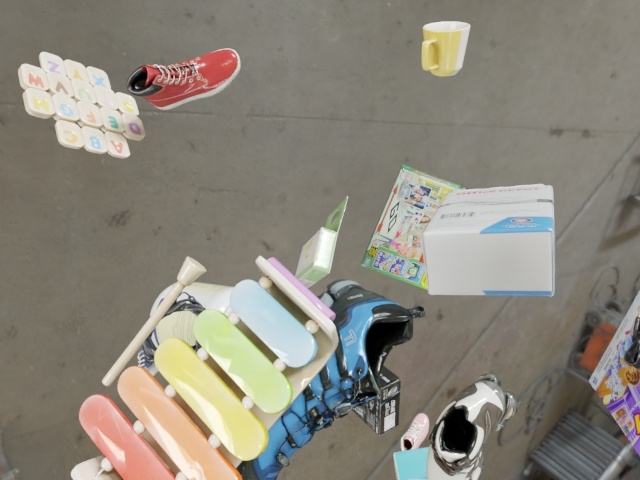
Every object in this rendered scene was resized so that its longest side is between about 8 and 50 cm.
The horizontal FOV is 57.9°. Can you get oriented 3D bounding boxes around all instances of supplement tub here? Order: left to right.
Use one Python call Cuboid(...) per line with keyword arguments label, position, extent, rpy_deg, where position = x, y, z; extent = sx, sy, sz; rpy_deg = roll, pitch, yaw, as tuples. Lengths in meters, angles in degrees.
Cuboid(label="supplement tub", position=(-0.301, 0.242, 1.637), extent=(0.235, 0.325, 0.235), rpy_deg=(-5, 96, -51))

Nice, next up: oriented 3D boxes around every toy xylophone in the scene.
Cuboid(label="toy xylophone", position=(-0.136, 0.155, 0.625), extent=(0.322, 0.236, 0.081), rpy_deg=(-57, 159, -4))

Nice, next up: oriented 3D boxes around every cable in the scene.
Cuboid(label="cable", position=(-0.344, 0.224, 1.387), extent=(0.184, 0.047, 0.150), rpy_deg=(-45, 96, -4))

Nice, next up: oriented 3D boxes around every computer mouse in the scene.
Cuboid(label="computer mouse", position=(0.499, 0.158, 0.816), extent=(0.193, 0.042, 0.106), rpy_deg=(-68, 171, -83))

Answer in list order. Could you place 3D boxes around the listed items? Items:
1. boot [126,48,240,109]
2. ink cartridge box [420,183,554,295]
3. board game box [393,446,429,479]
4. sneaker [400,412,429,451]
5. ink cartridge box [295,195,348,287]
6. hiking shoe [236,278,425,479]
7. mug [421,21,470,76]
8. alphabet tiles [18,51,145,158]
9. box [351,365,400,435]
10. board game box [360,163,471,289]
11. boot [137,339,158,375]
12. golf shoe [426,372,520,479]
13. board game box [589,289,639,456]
Cuboid(label="boot", position=(-0.310, -0.382, 1.321), extent=(0.244, 0.088, 0.176), rpy_deg=(-23, 177, 8))
Cuboid(label="ink cartridge box", position=(0.343, -0.008, 1.142), extent=(0.307, 0.223, 0.129), rpy_deg=(-43, 127, -62))
Cuboid(label="board game box", position=(0.211, 0.591, 1.135), extent=(0.079, 0.335, 0.253), rpy_deg=(-10, 157, 3))
Cuboid(label="sneaker", position=(0.265, 0.544, 1.623), extent=(0.134, 0.051, 0.070), rpy_deg=(-60, 152, -20))
Cuboid(label="ink cartridge box", position=(0.000, 0.000, 1.599), extent=(0.056, 0.171, 0.235), rpy_deg=(19, 66, -14))
Cuboid(label="hiking shoe", position=(0.003, 0.175, 0.713), extent=(0.304, 0.132, 0.113), rpy_deg=(-55, 136, -26))
Cuboid(label="mug", position=(0.164, -0.260, 0.791), extent=(0.078, 0.062, 0.064), rpy_deg=(-12, 122, -12))
Cuboid(label="alphabet tiles", position=(-0.551, -0.320, 1.356), extent=(0.021, 0.277, 0.284), rpy_deg=(-37, 153, 32))
Cuboid(label="box", position=(0.160, 0.459, 1.723), extent=(0.078, 0.147, 0.180), rpy_deg=(-18, 119, -30))
Cuboid(label="board game box", position=(0.267, -0.032, 1.619), extent=(0.046, 0.214, 0.317), rpy_deg=(-69, 179, -64))
Cuboid(label="boot", position=(-0.527, 0.373, 1.737), extent=(0.069, 0.086, 0.190), rpy_deg=(-47, -178, 35))
Cuboid(label="golf shoe", position=(0.158, 0.247, 0.698), extent=(0.094, 0.077, 0.198), rpy_deg=(-9, 125, -41))
Cuboid(label="board game box", position=(0.594, 0.175, 0.936), extent=(0.078, 0.233, 0.347), rpy_deg=(12, 114, -7))
